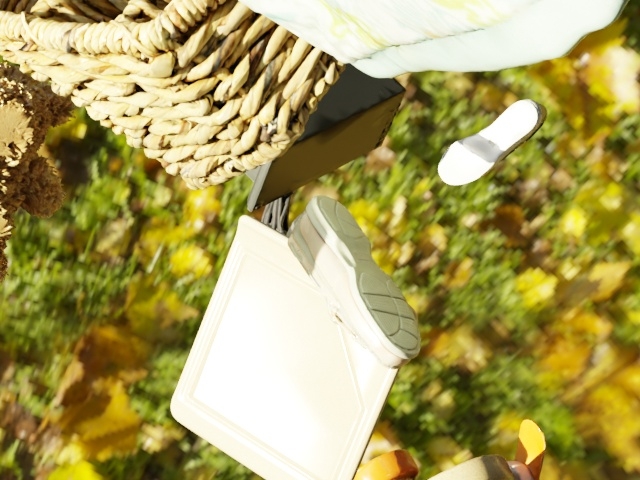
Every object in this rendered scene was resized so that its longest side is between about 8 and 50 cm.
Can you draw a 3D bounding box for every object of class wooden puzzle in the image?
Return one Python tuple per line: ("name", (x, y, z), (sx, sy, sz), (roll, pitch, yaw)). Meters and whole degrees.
("wooden puzzle", (-0.026, 0.123, 1.610), (0.221, 0.239, 0.044), (29, 19, 29))

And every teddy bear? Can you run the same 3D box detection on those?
("teddy bear", (-0.391, -0.069, 1.798), (0.245, 0.338, 0.113), (0, 46, -10))

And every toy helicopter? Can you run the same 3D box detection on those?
("toy helicopter", (0.168, 0.337, 2.009), (0.235, 0.355, 0.140), (-26, 66, -11))

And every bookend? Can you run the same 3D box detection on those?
("bookend", (-0.042, -0.125, 1.372), (0.157, 0.072, 0.156), (-29, 65, -38))

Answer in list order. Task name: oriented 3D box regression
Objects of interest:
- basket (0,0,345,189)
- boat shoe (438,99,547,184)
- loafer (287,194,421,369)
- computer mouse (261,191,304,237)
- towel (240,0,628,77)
("basket", (-0.066, -0.218, 1.077), (0.223, 0.213, 0.299), (36, 70, -17))
("boat shoe", (0.194, -0.107, 1.829), (0.040, 0.142, 0.049), (-8, 66, -58))
("loafer", (0.018, 0.030, 0.944), (0.045, 0.039, 0.125), (16, 36, -42))
("computer mouse", (0.000, 0.000, 1.716), (0.060, 0.184, 0.262), (0, 37, -17))
("towel", (-0.038, -0.199, 0.766), (0.320, 0.374, 0.090), (36, 83, -13))
